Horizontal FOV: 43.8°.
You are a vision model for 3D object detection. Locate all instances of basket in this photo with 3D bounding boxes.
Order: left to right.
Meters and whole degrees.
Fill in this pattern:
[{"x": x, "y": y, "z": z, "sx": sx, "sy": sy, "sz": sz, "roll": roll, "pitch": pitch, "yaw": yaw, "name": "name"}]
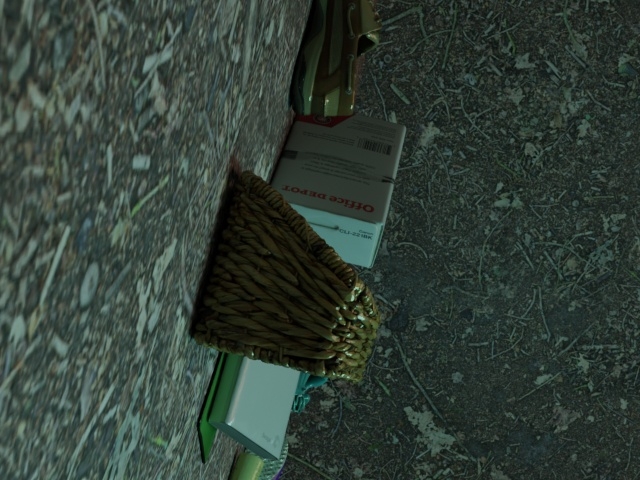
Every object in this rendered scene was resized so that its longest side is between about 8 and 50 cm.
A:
[{"x": -0.020, "y": 0.059, "z": 1.040, "sx": 0.299, "sy": 0.214, "sz": 0.222, "roll": 88, "pitch": 16, "yaw": -79, "name": "basket"}]

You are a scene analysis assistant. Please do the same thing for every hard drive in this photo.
[{"x": -0.082, "y": 0.179, "z": 1.298, "sx": 0.203, "sy": 0.040, "sz": 0.307, "roll": 55, "pitch": 43, "yaw": -53, "name": "hard drive"}]

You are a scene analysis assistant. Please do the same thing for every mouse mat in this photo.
[{"x": -0.160, "y": 0.245, "z": 1.220, "sx": 0.189, "sy": 0.007, "sz": 0.152, "roll": 96, "pitch": 7, "yaw": -56, "name": "mouse mat"}]

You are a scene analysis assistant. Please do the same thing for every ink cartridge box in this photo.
[{"x": 0.027, "y": -0.101, "z": 1.385, "sx": 0.114, "sy": 0.197, "sz": 0.272, "roll": 100, "pitch": 5, "yaw": -45, "name": "ink cartridge box"}]

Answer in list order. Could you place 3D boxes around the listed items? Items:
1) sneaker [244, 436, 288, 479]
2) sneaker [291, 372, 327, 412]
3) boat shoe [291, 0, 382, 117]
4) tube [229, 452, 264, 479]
[{"x": -0.164, "y": 0.613, "z": 1.954, "sx": 0.146, "sy": 0.102, "sz": 0.293, "roll": 106, "pitch": 4, "yaw": -52, "name": "sneaker"}, {"x": -0.080, "y": 0.321, "z": 1.677, "sx": 0.275, "sy": 0.110, "sz": 0.107, "roll": -36, "pitch": 152, "yaw": -50, "name": "sneaker"}, {"x": 0.042, "y": -0.350, "z": 1.335, "sx": 0.122, "sy": 0.120, "sz": 0.323, "roll": 88, "pitch": 15, "yaw": -79, "name": "boat shoe"}, {"x": -0.188, "y": 0.569, "z": 1.682, "sx": 0.070, "sy": 0.062, "sz": 0.240, "roll": 46, "pitch": 48, "yaw": -31, "name": "tube"}]
